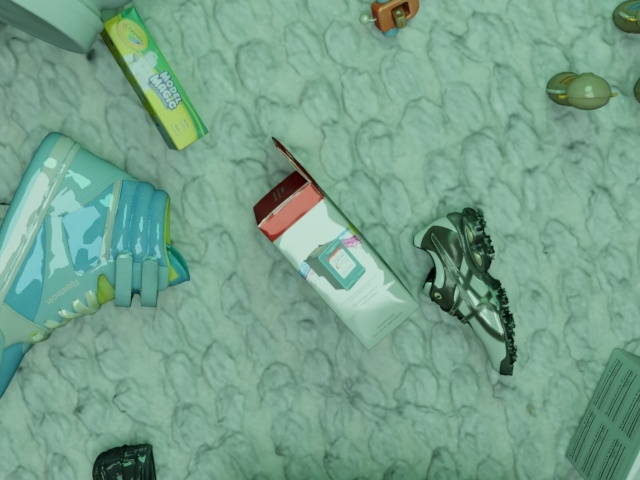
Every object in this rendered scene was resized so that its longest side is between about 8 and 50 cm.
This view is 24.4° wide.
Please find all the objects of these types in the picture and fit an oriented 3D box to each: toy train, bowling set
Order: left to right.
[{"bbox_3d":[0.098,-0.297,1.596,0.125,0.046,0.166,-25,134,-16],"label":"toy train"},{"bbox_3d":[0.392,-0.225,1.613,0.287,0.154,0.199,1,100,-6],"label":"bowling set"}]

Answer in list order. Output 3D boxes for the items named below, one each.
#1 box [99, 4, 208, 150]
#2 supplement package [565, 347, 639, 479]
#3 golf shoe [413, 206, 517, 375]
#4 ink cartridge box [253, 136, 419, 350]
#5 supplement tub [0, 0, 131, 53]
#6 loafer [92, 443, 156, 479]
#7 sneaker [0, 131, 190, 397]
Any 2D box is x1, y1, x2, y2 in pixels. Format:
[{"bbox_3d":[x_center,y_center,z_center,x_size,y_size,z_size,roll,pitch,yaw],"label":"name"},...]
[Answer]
[{"bbox_3d":[-0.187,-0.183,1.588,0.043,0.105,0.179,-34,101,-7],"label":"box"},{"bbox_3d":[0.411,0.243,1.669,0.194,0.203,0.149,23,97,-8],"label":"supplement package"},{"bbox_3d":[0.166,0.065,1.688,0.094,0.077,0.198,-17,94,8],"label":"golf shoe"},{"bbox_3d":[0.000,0.000,1.623,0.078,0.134,0.231,-41,100,3],"label":"ink cartridge box"},{"bbox_3d":[-0.236,-0.367,1.413,0.235,0.235,0.324,27,86,-9],"label":"supplement tub"},{"bbox_3d":[-0.195,0.339,1.689,0.078,0.076,0.223,-15,97,5],"label":"loafer"},{"bbox_3d":[-0.263,0.063,1.613,0.208,0.127,0.319,22,97,-7],"label":"sneaker"}]
